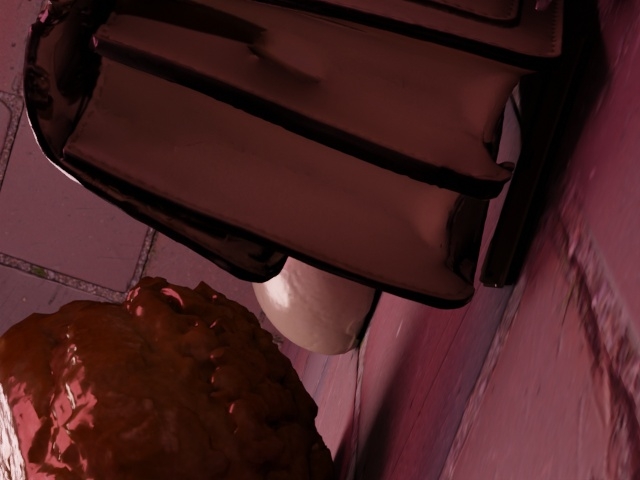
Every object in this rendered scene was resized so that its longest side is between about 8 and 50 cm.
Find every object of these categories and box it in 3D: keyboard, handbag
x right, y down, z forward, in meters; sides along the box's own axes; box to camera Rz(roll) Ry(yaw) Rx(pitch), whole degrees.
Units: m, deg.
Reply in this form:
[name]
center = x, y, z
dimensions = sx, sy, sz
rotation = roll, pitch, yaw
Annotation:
[keyboard]
center = 0.106, -0.038, 0.763
dimensions = 0.049, 0.015, 0.129
rotation = 57, -129, -86
[handbag]
center = 0.005, -0.128, 0.844
dimensions = 0.358, 0.236, 0.160
rotation = -69, -1, -61

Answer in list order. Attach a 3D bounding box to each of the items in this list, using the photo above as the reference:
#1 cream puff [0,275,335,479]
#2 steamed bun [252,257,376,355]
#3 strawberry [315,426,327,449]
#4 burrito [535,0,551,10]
[cream puff]
center = -0.110, 0.194, 1.091
dimensions = 0.327, 0.231, 0.343
rotation = -132, 39, -57
[steamed bun]
center = 0.000, 0.000, 1.501
dimensions = 0.228, 0.130, 0.177
rotation = -77, 3, -47
[strawberry]
center = -0.038, 0.208, 1.281
dimensions = 0.145, 0.086, 0.145
rotation = -162, 90, -90
[burrito]
center = 0.139, -0.278, 0.784
dimensions = 0.139, 0.101, 0.445
rotation = 122, 167, -61
